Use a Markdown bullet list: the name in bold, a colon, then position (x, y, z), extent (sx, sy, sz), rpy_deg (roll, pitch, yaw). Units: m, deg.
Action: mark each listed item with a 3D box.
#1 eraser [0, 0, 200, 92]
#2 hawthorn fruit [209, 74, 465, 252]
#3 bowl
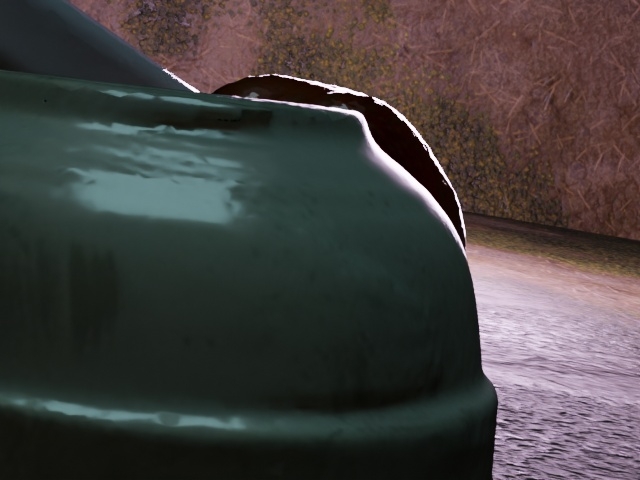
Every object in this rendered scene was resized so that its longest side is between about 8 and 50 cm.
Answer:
- **eraser**: position (-0.137, -0.069, 1.068), extent (0.290, 0.104, 0.189), rpy_deg (34, -11, -16)
- **hawthorn fruit**: position (0.000, 0.000, 0.932), extent (0.179, 0.179, 0.200), rpy_deg (14, -7, 35)
- **bowl**: position (-0.071, 0.019, 0.661), extent (0.307, 0.163, 0.307), rpy_deg (7, 6, -1)
